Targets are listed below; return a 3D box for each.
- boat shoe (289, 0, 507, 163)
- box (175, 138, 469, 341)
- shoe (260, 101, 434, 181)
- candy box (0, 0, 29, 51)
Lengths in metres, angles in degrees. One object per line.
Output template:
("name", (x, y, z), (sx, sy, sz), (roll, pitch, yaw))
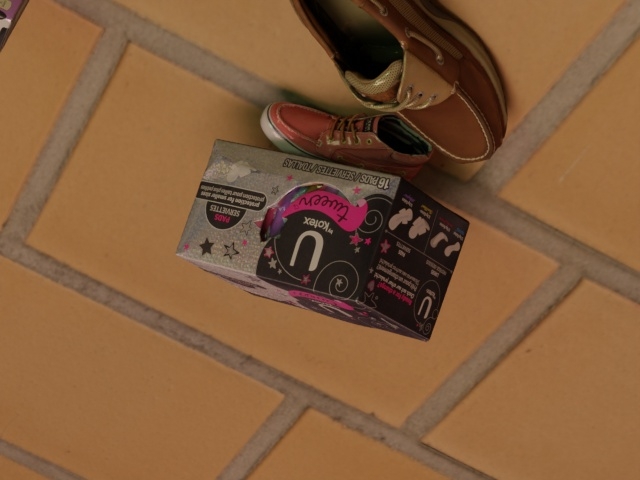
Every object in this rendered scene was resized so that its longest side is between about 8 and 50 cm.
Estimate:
("boat shoe", (0.064, -0.180, 1.910), (0.122, 0.120, 0.324), (-14, 132, 38))
("box", (0.000, 0.000, 2.064), (0.247, 0.142, 0.163), (12, 170, 35))
("shoe", (0.030, -0.113, 2.066), (0.178, 0.063, 0.081), (25, 143, -15))
("candy box", (-0.370, -0.295, 1.935), (0.196, 0.165, 0.070), (25, 143, -7))
